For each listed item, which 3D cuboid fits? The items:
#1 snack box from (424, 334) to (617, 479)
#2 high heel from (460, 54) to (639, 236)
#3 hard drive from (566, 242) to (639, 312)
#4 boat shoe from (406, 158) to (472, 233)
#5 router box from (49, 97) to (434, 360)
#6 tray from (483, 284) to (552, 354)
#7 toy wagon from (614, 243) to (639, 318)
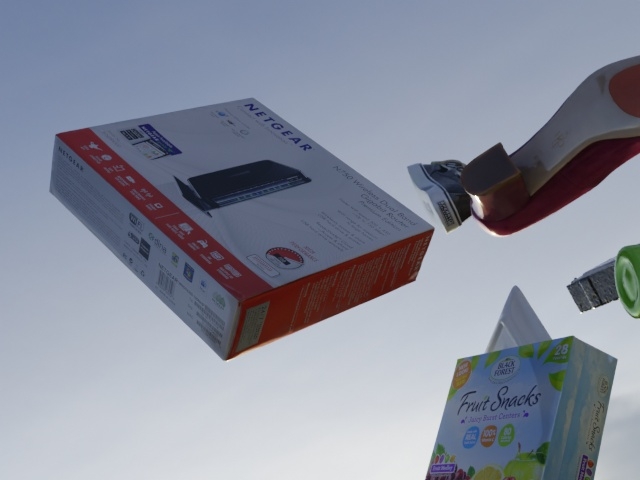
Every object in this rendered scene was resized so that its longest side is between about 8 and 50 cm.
[{"bbox_3d":[0.207,0.204,1.009,0.070,0.174,0.207,28,-23,-20],"label":"snack box"},{"bbox_3d":[0.375,-0.128,1.305,0.377,0.127,0.181,-24,-28,13],"label":"high heel"},{"bbox_3d":[0.571,0.010,1.499,0.237,0.064,0.339,-25,-8,-21],"label":"hard drive"},{"bbox_3d":[0.234,-0.097,1.741,0.105,0.113,0.306,-25,10,2],"label":"boat shoe"},{"bbox_3d":[-0.092,-0.035,1.091,0.301,0.335,0.082,-20,-43,-43],"label":"router box"},{"bbox_3d":[0.231,0.194,1.183,0.030,0.145,0.270,-12,-39,-19],"label":"tray"},{"bbox_3d":[0.376,0.090,0.658,0.267,0.344,0.068,-10,-31,-4],"label":"toy wagon"}]
